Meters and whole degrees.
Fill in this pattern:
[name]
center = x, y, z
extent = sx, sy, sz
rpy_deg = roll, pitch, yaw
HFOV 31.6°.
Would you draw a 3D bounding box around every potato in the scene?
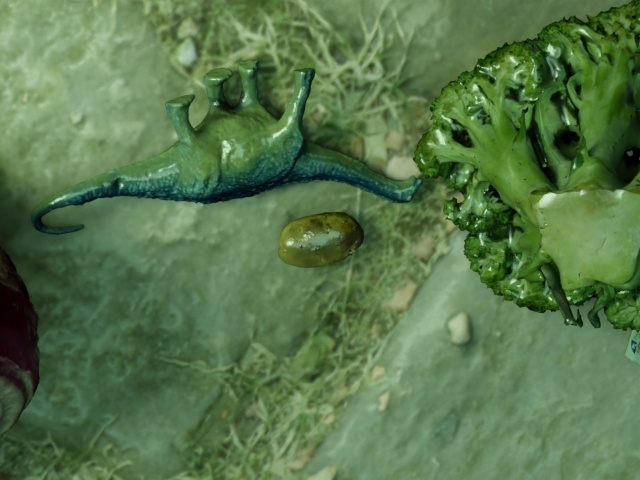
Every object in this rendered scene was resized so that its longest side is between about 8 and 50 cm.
[potato]
center = 0.000, 0.000, 1.067
extent = 0.083, 0.040, 0.051
rpy_deg = -14, 105, -5

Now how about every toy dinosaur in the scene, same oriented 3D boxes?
[toy dinosaur]
center = -0.082, -0.081, 1.018
extent = 0.363, 0.076, 0.147
rpy_deg = -8, 115, -12

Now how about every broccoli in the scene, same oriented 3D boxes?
[broccoli]
center = 0.246, -0.040, 0.972
extent = 0.321, 0.283, 0.304
rpy_deg = -10, 106, 23

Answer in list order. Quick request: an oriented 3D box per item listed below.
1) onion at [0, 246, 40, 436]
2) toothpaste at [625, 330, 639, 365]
[onion]
center = -0.394, 0.066, 0.888
extent = 0.336, 0.282, 0.260
rpy_deg = -26, 62, 6
[toothpaste]
center = 0.388, -0.022, 1.098
extent = 0.067, 0.081, 0.336
rpy_deg = 13, 101, -11
